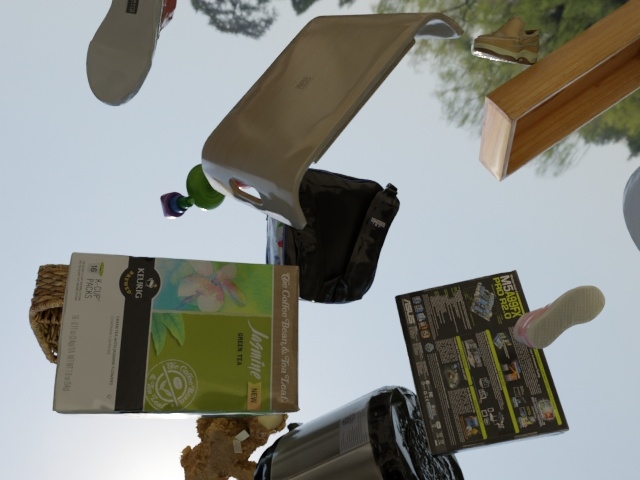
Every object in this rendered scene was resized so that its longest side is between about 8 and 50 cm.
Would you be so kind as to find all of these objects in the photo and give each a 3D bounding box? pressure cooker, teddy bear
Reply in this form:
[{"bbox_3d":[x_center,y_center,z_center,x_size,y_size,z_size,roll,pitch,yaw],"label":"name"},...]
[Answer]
[{"bbox_3d":[0.061,0.536,1.186,0.376,0.420,0.370,63,-162,14],"label":"pressure cooker"},{"bbox_3d":[-0.210,0.480,1.391,0.245,0.338,0.113,19,-165,8],"label":"teddy bear"}]

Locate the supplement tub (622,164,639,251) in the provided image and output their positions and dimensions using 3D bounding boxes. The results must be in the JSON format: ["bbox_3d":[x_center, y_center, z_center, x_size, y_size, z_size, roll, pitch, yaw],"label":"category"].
[{"bbox_3d":[0.505,-0.094,0.578,0.331,0.241,0.241,-37,-121,-15],"label":"supplement tub"}]

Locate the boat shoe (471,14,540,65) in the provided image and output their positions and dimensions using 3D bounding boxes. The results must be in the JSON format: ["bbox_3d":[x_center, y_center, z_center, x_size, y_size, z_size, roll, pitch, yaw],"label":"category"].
[{"bbox_3d":[0.307,-0.331,0.929,0.068,0.072,0.190,26,-153,31],"label":"boat shoe"}]

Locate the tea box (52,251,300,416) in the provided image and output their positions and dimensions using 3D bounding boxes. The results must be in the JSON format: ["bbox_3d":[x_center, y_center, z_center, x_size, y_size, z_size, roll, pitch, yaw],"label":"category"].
[{"bbox_3d":[-0.219,0.171,0.915,0.323,0.329,0.220,3,-108,-14],"label":"tea box"}]

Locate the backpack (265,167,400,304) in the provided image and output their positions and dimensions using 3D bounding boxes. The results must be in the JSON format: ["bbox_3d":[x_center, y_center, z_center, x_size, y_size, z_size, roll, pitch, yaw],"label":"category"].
[{"bbox_3d":[0.000,0.000,1.173,0.276,0.213,0.264,8,-100,-20],"label":"backpack"}]

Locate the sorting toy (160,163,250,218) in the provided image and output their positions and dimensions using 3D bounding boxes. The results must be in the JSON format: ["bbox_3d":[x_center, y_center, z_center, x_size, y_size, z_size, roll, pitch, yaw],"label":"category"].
[{"bbox_3d":[-0.250,-0.157,1.500,0.126,0.127,0.365,-4,-157,42],"label":"sorting toy"}]

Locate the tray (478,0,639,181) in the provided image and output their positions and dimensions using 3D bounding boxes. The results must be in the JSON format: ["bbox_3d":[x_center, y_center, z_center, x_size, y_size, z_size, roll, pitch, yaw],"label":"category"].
[{"bbox_3d":[0.481,-0.293,1.048,0.410,0.203,0.076,-33,-117,-5],"label":"tray"}]

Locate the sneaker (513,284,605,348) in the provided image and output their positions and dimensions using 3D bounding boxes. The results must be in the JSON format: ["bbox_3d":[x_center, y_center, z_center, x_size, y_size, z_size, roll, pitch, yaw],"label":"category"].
[{"bbox_3d":[0.330,0.107,0.803,0.134,0.070,0.051,-30,-93,-12],"label":"sneaker"}]

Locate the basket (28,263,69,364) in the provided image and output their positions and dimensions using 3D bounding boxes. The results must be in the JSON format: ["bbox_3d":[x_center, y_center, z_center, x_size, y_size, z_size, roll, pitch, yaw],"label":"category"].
[{"bbox_3d":[-0.513,0.185,1.320,0.299,0.213,0.223,6,-106,4],"label":"basket"}]

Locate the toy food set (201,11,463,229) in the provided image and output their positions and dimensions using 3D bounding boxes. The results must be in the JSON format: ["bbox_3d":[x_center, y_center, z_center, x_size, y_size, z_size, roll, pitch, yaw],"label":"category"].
[{"bbox_3d":[0.005,-0.163,0.709,0.219,0.306,0.092,26,165,49],"label":"toy food set"}]

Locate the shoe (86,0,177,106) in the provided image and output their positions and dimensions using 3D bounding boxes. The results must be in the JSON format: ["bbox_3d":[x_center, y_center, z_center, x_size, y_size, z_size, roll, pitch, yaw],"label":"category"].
[{"bbox_3d":[-0.193,-0.223,0.606,0.063,0.178,0.081,13,179,-1],"label":"shoe"}]

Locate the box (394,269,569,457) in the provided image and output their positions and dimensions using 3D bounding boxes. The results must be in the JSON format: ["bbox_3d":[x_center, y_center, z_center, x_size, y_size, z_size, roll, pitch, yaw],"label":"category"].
[{"bbox_3d":[0.257,0.201,0.947,0.216,0.060,0.270,-13,-115,5],"label":"box"}]
